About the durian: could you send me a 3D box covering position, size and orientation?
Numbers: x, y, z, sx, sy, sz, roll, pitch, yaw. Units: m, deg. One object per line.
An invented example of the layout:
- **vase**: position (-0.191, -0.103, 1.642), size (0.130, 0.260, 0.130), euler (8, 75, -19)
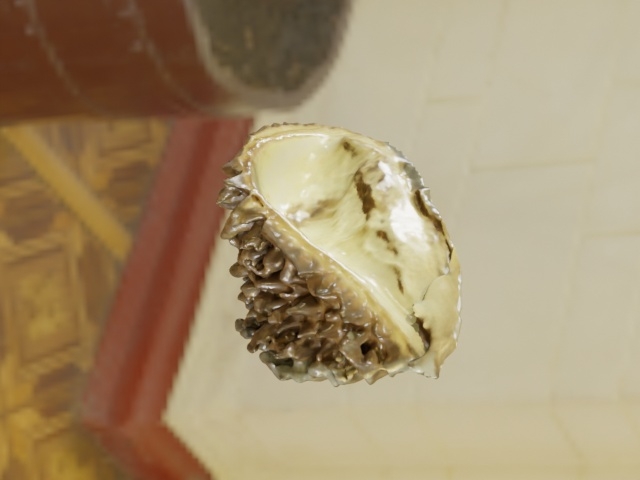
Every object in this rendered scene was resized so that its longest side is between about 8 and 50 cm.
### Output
- **durian**: position (0.003, 0.008, 0.610), size (0.130, 0.066, 0.052), euler (-113, -159, -51)
